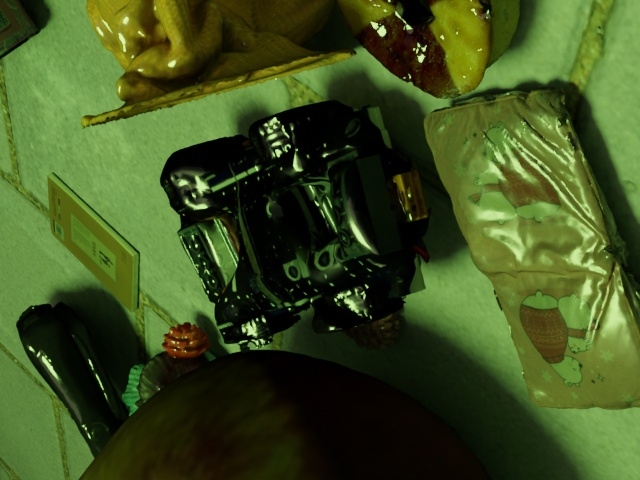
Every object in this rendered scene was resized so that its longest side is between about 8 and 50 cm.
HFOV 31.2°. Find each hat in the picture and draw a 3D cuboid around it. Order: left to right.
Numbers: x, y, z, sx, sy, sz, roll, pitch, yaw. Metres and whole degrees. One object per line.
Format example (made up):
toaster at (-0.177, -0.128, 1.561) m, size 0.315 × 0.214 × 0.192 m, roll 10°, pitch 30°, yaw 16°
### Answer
hat at (-0.108, -0.220, 0.857) m, size 0.233 × 0.244 × 0.233 m, roll -8°, pitch 100°, yaw 48°

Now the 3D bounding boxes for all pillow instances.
pillow at (0.167, 0.008, 0.833) m, size 0.135 × 0.049 × 0.248 m, roll -9°, pitch 108°, yaw 55°

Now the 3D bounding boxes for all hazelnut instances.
hazelnut at (-0.023, 0.285, 1.057) m, size 0.429 × 0.402 × 0.402 m, roll -4°, pitch 117°, yaw 45°

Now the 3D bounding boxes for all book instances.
book at (-0.292, 0.003, 1.467) m, size 0.172 × 0.012 × 0.118 m, roll 41°, pitch 146°, yaw 22°

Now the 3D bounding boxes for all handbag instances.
handbag at (-0.326, 0.197, 1.564) m, size 0.244 × 0.088 × 0.275 m, roll 63°, pitch 164°, yaw -9°

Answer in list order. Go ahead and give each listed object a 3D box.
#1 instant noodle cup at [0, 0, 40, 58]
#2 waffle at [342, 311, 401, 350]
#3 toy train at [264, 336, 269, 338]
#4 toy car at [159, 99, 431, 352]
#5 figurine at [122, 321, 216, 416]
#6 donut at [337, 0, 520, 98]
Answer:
instant noodle cup at (-0.447, -0.267, 1.230) m, size 0.243 × 0.243 × 0.231 m, roll -9°, pitch 119°, yaw 55°
waffle at (0.041, 0.065, 1.071) m, size 0.075 × 0.029 × 0.083 m, roll 39°, pitch 143°, yaw 22°
toy train at (-0.060, 0.062, 1.177) m, size 0.033 × 0.053 × 0.083 m, roll 30°, pitch 142°, yaw 35°
toy car at (-0.019, -0.011, 0.981) m, size 0.301 × 0.118 × 0.193 m, roll -14°, pitch 92°, yaw 52°
figurine at (-0.186, 0.187, 1.418) m, size 0.138 × 0.110 × 0.245 m, roll 67°, pitch 156°, yaw 4°
donut at (0.074, -0.167, 0.779) m, size 0.140 × 0.059 × 0.140 m, roll 33°, pitch 142°, yaw 30°
